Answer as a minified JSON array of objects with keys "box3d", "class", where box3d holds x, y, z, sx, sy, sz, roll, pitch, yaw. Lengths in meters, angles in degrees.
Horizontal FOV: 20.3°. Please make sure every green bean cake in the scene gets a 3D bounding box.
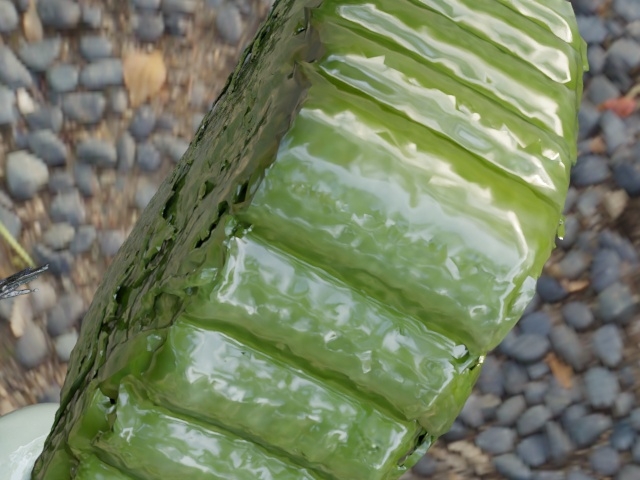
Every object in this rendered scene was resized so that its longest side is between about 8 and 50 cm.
[{"box3d":[0.000,0.000,0.624,0.113,0.200,0.214,31,37,-9],"class":"green bean cake"}]

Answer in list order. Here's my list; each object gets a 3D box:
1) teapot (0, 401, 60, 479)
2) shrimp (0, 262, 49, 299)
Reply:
[{"box3d":[-0.204,0.222,1.418,0.294,0.129,0.193,47,53,-7],"class":"teapot"},{"box3d":[-0.437,0.072,1.642,0.372,0.172,0.137,-32,50,-3],"class":"shrimp"}]
